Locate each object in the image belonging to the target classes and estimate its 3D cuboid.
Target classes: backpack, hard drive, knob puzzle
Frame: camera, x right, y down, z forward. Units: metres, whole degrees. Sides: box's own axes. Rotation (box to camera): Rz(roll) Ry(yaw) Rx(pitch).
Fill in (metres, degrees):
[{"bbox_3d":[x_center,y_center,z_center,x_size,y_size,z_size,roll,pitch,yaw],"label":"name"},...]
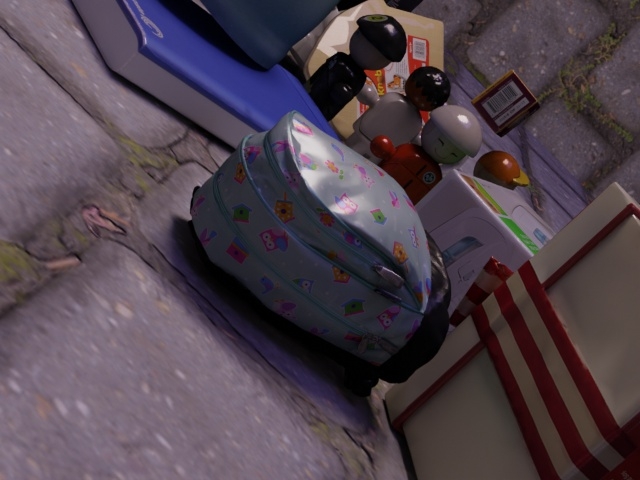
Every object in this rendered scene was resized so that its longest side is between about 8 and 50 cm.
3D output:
[{"bbox_3d":[0.000,0.000,1.006,0.182,0.115,0.152,34,20,-31],"label":"backpack"},{"bbox_3d":[-0.092,-0.147,1.318,0.318,0.040,0.210,32,19,-46],"label":"hard drive"},{"bbox_3d":[0.056,-0.176,1.678,0.213,0.213,0.030,39,-27,-28],"label":"knob puzzle"}]

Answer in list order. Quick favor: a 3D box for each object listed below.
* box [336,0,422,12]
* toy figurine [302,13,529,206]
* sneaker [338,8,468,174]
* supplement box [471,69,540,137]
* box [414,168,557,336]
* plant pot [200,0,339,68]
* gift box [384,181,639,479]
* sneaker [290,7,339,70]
[{"bbox_3d":[0.030,-0.430,1.924,0.312,0.179,0.343,43,-14,-5],"label":"box"},{"bbox_3d":[0.091,-0.105,1.519,0.213,0.148,0.209,53,15,30],"label":"toy figurine"},{"bbox_3d":[0.102,-0.176,1.873,0.282,0.102,0.161,30,23,-48],"label":"sneaker"},{"bbox_3d":[0.188,-0.138,1.524,0.043,0.055,0.083,52,10,6],"label":"supplement box"},{"bbox_3d":[0.180,0.071,1.328,0.231,0.127,0.262,48,12,16],"label":"box"},{"bbox_3d":[-0.053,-0.332,1.364,0.293,0.196,0.293,53,10,-14],"label":"plant pot"},{"bbox_3d":[0.228,0.131,0.988,0.255,0.276,0.258,46,11,-22],"label":"gift box"},{"bbox_3d":[-0.022,-0.259,1.717,0.235,0.090,0.095,65,-5,-18],"label":"sneaker"}]
